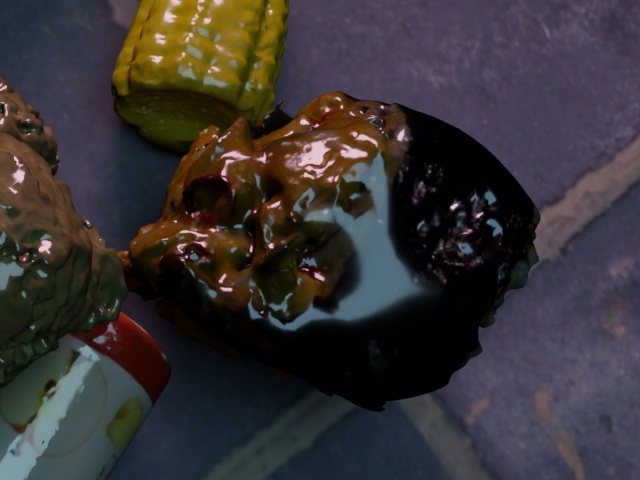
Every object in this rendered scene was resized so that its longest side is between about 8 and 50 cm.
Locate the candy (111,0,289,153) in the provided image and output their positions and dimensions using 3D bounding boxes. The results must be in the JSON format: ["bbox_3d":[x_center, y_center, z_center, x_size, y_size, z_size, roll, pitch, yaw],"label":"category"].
[{"bbox_3d":[-0.068,-0.161,0.913,0.106,0.094,0.199,19,64,-12],"label":"candy"}]

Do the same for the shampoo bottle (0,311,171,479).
[{"bbox_3d":[-0.198,0.161,0.767,0.104,0.104,0.278,36,66,-11],"label":"shampoo bottle"}]

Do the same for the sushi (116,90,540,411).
[{"bbox_3d":[-0.004,0.002,0.829,0.204,0.200,0.213,39,57,-22],"label":"sushi"}]

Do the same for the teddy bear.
[{"bbox_3d":[-0.225,-0.029,0.729,0.267,0.156,0.256,-17,70,-45],"label":"teddy bear"}]
